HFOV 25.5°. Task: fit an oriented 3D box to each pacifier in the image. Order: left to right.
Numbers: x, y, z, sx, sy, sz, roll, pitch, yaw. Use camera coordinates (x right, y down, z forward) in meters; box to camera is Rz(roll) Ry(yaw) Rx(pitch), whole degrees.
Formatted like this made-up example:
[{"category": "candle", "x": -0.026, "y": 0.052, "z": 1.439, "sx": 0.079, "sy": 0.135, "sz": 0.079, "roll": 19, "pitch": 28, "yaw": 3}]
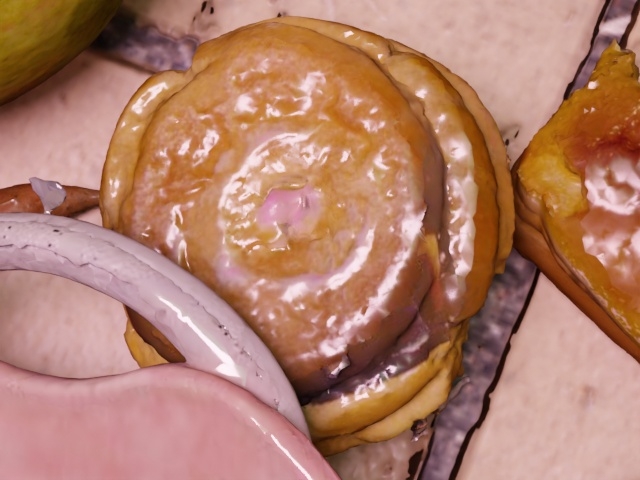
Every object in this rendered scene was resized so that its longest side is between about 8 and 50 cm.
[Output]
[{"category": "pacifier", "x": -0.131, "y": 0.148, "z": 0.529, "sx": 0.332, "sy": 0.220, "sz": 0.273, "roll": 12, "pitch": 49, "yaw": 21}]

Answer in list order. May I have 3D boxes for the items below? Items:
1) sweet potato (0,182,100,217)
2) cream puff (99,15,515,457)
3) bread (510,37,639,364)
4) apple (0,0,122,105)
[{"category": "sweet potato", "x": -0.188, "y": -0.004, "z": 0.653, "sx": 0.195, "sy": 0.056, "sz": 0.056, "roll": -9, "pitch": 80, "yaw": -5}, {"category": "cream puff", "x": 0.000, "y": 0.000, "z": 0.610, "sx": 0.189, "sy": 0.129, "sz": 0.189, "roll": -2, "pitch": 84, "yaw": 17}, {"category": "bread", "x": 0.261, "y": 0.048, "z": 0.613, "sx": 0.185, "sy": 0.109, "sz": 0.380, "roll": -44, "pitch": 81, "yaw": -6}, {"category": "apple", "x": -0.188, "y": -0.165, "z": 0.585, "sx": 0.226, "sy": 0.246, "sz": 0.246, "roll": -12, "pitch": 80, "yaw": -12}]
